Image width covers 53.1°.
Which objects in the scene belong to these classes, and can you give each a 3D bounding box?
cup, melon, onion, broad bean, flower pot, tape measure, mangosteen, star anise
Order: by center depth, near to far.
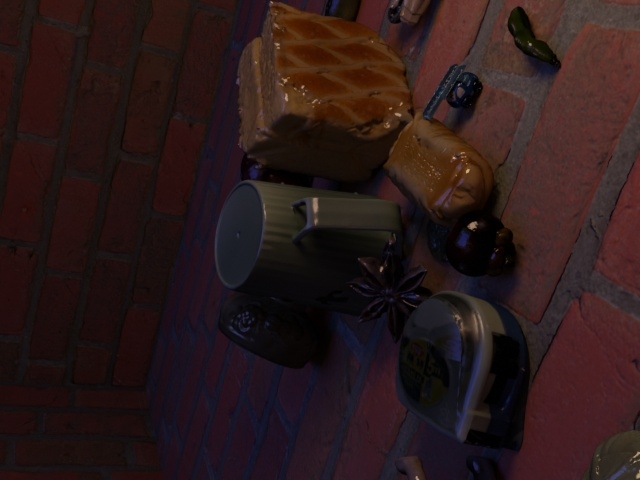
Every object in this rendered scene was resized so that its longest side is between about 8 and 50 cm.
[{"bbox_3d":[0.255,0.229,1.189,0.259,0.138,0.262,16,96,63],"label":"tape measure"},{"bbox_3d":[0.304,0.013,1.196,0.140,0.140,0.140,-33,52,57],"label":"mangosteen"},{"bbox_3d":[0.388,-0.388,1.212,0.046,0.061,0.195,-56,34,37],"label":"broad bean"},{"bbox_3d":[0.161,0.100,1.407,0.230,0.081,0.262,13,120,33],"label":"star anise"},{"bbox_3d":[-0.009,-0.016,1.550,0.401,0.392,0.310,-57,40,32],"label":"cup"},{"bbox_3d":[-0.124,-0.150,1.765,0.246,0.190,0.246,168,90,-84],"label":"onion"},{"bbox_3d":[-0.123,0.196,1.832,0.244,0.307,0.307,-65,26,1],"label":"flower pot"},{"bbox_3d":[0.069,-0.719,1.955,0.162,0.099,0.099,-69,27,24],"label":"melon"}]

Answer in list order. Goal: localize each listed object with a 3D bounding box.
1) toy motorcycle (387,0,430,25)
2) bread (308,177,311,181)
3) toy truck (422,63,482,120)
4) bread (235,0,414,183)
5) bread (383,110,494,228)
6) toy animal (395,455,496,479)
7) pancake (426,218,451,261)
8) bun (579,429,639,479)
[{"bbox_3d":[0.261,-0.679,1.527,0.341,0.108,0.223,-67,22,12],"label":"toy motorcycle"},{"bbox_3d":[-0.084,-0.262,2.091,0.139,0.060,0.178,11,93,21],"label":"bread"},{"bbox_3d":[0.280,-0.303,1.364,0.136,0.074,0.063,-60,29,3],"label":"toy truck"},{"bbox_3d":[-0.001,-0.371,1.655,0.279,0.390,0.371,125,146,-51],"label":"bread"},{"bbox_3d":[0.248,-0.140,1.341,0.173,0.121,0.311,-57,32,18],"label":"bread"},{"bbox_3d":[0.174,0.575,1.173,0.344,0.194,0.303,124,151,-51],"label":"toy animal"},{"bbox_3d":[0.266,-0.020,1.382,0.116,0.022,0.129,25,104,64],"label":"pancake"},{"bbox_3d":[0.414,0.350,0.839,0.195,0.118,0.195,-174,90,-65],"label":"bun"}]
